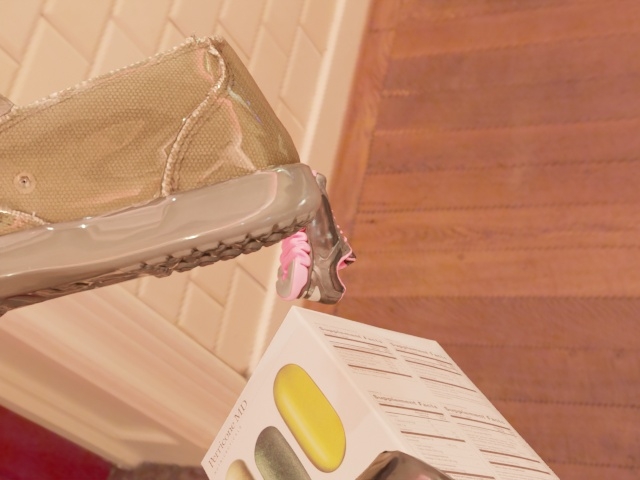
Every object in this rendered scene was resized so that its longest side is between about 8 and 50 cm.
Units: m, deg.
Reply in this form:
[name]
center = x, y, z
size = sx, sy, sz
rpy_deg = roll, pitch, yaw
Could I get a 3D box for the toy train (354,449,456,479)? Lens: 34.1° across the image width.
[toy train]
center = -0.038, 0.213, 0.313
size = 0.142, 0.190, 0.334
rpy_deg = 38, 58, 20

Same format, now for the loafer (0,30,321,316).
[loafer]
center = -0.129, -0.016, 0.377
size = 0.251, 0.094, 0.087
rpy_deg = -13, 84, -8

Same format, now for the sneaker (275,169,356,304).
[sneaker]
center = 0.000, 0.000, 0.799
size = 0.047, 0.057, 0.119
rpy_deg = 124, 156, -51

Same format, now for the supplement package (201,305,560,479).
[supplement package]
center = 0.057, 0.227, 0.957
size = 0.199, 0.198, 0.262
rpy_deg = -60, 39, 16
